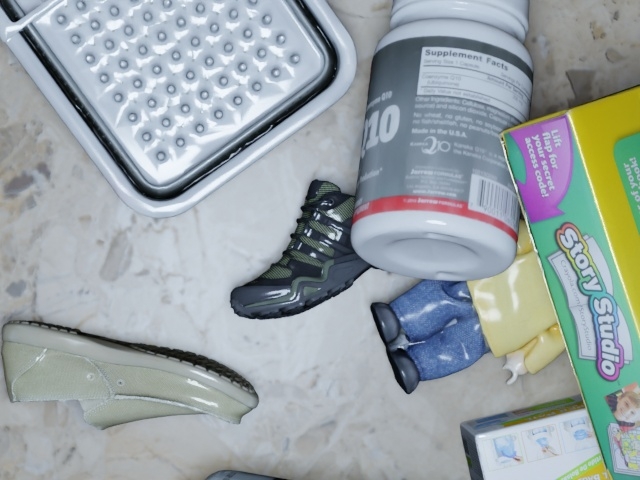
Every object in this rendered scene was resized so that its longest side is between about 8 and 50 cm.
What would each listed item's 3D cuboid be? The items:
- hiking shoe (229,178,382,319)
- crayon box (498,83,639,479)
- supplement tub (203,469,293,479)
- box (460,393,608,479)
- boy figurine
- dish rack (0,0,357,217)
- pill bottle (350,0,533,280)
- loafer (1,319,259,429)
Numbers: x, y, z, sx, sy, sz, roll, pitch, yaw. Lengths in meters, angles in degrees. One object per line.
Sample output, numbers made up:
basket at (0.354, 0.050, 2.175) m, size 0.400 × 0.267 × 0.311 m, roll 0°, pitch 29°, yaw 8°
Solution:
hiking shoe at (0.000, 0.000, 1.936) m, size 0.226 × 0.086 × 0.114 m, roll -25°, pitch 84°, yaw -11°
crayon box at (0.360, 0.021, 1.858) m, size 0.313 × 0.106 × 0.363 m, roll -20°, pitch 93°, yaw -39°
supplement tub at (0.035, 0.346, 1.837) m, size 0.338 × 0.207 × 0.207 m, roll 8°, pitch 91°, yaw 14°
box at (0.256, 0.217, 1.931) m, size 0.203 × 0.114 × 0.103 m, roll -13°, pitch 92°, yaw -4°
boy figurine at (0.193, 0.049, 1.935) m, size 0.285 × 0.092 × 0.177 m, roll -24°, pitch 92°, yaw -3°
dish rack at (-0.156, -0.219, 1.919) m, size 0.285 × 0.072 × 0.333 m, roll -36°, pitch 93°, yaw -3°
pill bottle at (0.123, -0.117, 1.863) m, size 0.161 × 0.161 × 0.283 m, roll 8°, pitch 71°, yaw -3°
loafer at (-0.195, 0.148, 1.917) m, size 0.268 × 0.102 × 0.092 m, roll 14°, pitch 92°, yaw 6°
